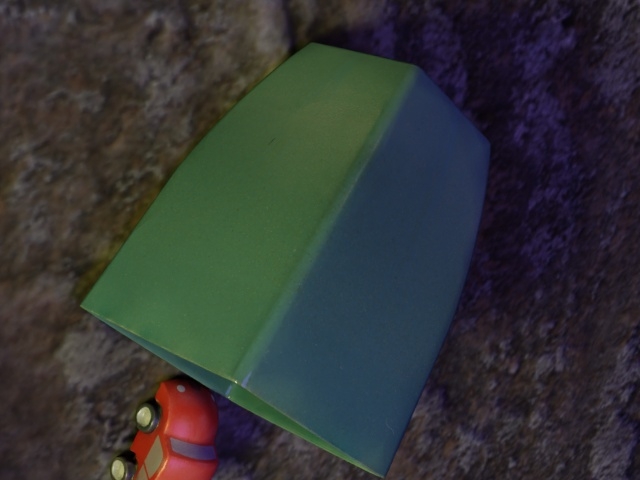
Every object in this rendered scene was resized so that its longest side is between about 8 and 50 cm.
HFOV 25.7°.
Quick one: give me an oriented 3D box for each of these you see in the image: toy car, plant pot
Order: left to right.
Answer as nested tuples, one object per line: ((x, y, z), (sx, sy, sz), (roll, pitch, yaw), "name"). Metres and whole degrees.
((-0.129, 0.243, 1.023), (0.239, 0.053, 0.225), (-41, 132, -15), "toy car")
((0.000, 0.000, 0.927), (0.166, 0.165, 0.234), (41, 75, -44), "plant pot")
